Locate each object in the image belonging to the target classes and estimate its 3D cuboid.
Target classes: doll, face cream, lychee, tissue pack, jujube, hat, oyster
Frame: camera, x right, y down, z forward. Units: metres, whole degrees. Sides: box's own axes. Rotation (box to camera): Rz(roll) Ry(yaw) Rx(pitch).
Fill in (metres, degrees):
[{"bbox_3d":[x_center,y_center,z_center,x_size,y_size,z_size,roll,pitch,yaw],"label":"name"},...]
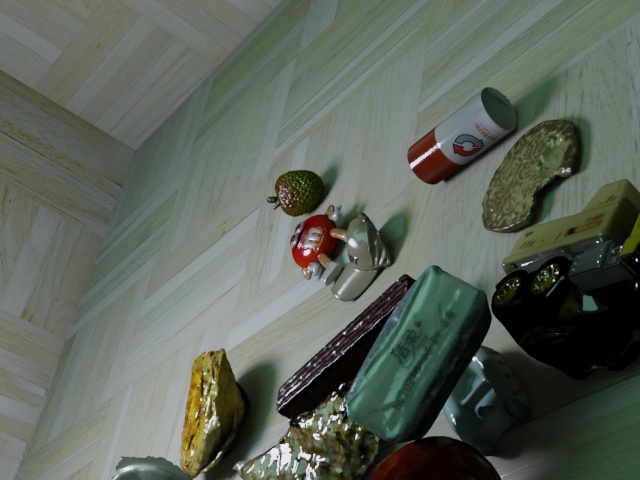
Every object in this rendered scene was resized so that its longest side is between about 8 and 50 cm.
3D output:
[{"bbox_3d":[0.000,0.000,2.307,0.183,0.085,0.217,-60,33,0],"label":"doll"},{"bbox_3d":[0.272,-0.199,1.990,0.214,0.096,0.096,-37,31,41],"label":"face cream"},{"bbox_3d":[-0.061,-0.116,2.525,0.146,0.114,0.114,-26,31,9],"label":"lychee"},{"bbox_3d":[0.144,0.166,1.429,0.228,0.103,0.315,-60,-15,-3],"label":"tissue pack"},{"bbox_3d":[0.122,0.419,1.403,0.318,0.223,0.223,-54,24,19],"label":"jujube"},{"bbox_3d":[0.068,0.038,2.119,0.175,0.085,0.147,-52,25,11],"label":"hat"},{"bbox_3d":[-0.013,0.385,1.818,0.396,0.111,0.204,-43,39,27],"label":"oyster"}]

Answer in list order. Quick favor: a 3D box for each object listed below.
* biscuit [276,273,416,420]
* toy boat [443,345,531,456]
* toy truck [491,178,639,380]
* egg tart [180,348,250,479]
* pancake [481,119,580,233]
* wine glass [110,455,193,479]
[{"bbox_3d":[0.075,0.212,1.868,0.388,0.107,0.073,-45,25,29],"label":"biscuit"},{"bbox_3d":[0.238,0.233,1.566,0.134,0.078,0.208,-54,25,17],"label":"toy boat"},{"bbox_3d":[0.411,0.029,1.348,0.405,0.180,0.254,-27,31,56],"label":"toy truck"},{"bbox_3d":[-0.233,0.388,2.264,0.297,0.132,0.297,-164,90,-72],"label":"egg tart"},{"bbox_3d":[0.362,-0.114,1.793,0.235,0.029,0.212,-49,24,20],"label":"pancake"},{"bbox_3d":[-0.381,0.641,2.109,0.238,0.238,0.323,-44,24,29],"label":"wine glass"}]
